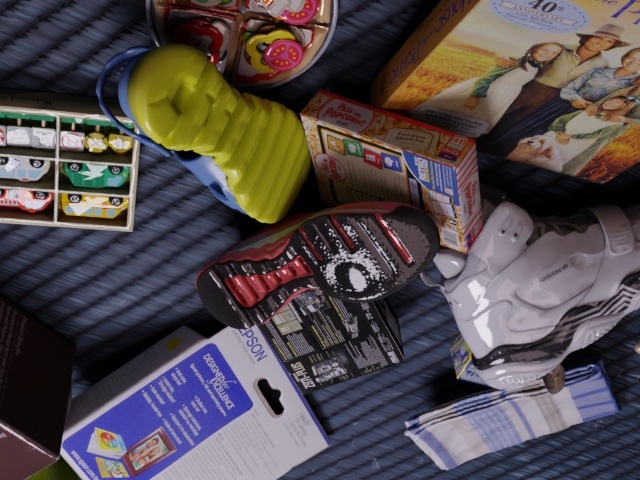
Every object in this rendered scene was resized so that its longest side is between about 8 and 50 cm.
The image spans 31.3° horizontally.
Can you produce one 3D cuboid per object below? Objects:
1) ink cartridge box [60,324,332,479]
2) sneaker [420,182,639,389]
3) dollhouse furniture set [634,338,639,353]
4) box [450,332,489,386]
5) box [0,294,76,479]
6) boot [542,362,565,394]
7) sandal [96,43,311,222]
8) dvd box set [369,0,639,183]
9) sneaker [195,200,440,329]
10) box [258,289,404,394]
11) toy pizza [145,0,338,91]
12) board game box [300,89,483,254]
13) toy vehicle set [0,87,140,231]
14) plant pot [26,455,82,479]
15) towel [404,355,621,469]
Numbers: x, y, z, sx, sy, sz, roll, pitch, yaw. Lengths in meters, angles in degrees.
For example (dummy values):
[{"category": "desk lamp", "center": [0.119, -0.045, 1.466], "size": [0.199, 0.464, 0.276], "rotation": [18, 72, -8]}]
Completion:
[{"category": "ink cartridge box", "center": [-0.174, 0.262, 1.569], "size": [0.307, 0.072, 0.303], "rotation": [-34, 129, -10]}, {"category": "sneaker", "center": [0.293, -0.003, 1.349], "size": [0.366, 0.137, 0.210], "rotation": [-37, 108, 2]}, {"category": "dollhouse furniture set", "center": [0.603, 0.139, 1.545], "size": [0.302, 0.151, 0.197], "rotation": [36, 127, 4]}, {"category": "box", "center": [0.234, 0.113, 1.504], "size": [0.054, 0.059, 0.169], "rotation": [14, 128, -18]}, {"category": "box", "center": [-0.483, 0.128, 1.369], "size": [0.143, 0.191, 0.381], "rotation": [-34, 125, 23]}, {"category": "boot", "center": [0.298, 0.130, 1.488], "size": [0.037, 0.114, 0.106], "rotation": [-4, 129, 1]}, {"category": "sandal", "center": [-0.124, -0.122, 1.231], "size": [0.317, 0.138, 0.126], "rotation": [42, 73, -51]}, {"category": "dvd box set", "center": [0.265, -0.186, 1.119], "size": [0.308, 0.062, 0.420], "rotation": [13, 158, -17]}, {"category": "sneaker", "center": [-0.001, 0.000, 1.308], "size": [0.314, 0.136, 0.116], "rotation": [-15, 116, 32]}, {"category": "box", "center": [0.007, 0.096, 1.456], "size": [0.147, 0.077, 0.180], "rotation": [-20, 129, 12]}, {"category": "toy pizza", "center": [-0.081, -0.235, 1.193], "size": [0.201, 0.032, 0.201], "rotation": [-2, 131, -3]}, {"category": "board game box", "center": [0.079, -0.075, 1.254], "size": [0.194, 0.045, 0.146], "rotation": [22, 148, 26]}, {"category": "toy vehicle set", "center": [-0.339, -0.093, 1.290], "size": [0.267, 0.035, 0.166], "rotation": [4, 130, -9]}, {"category": "plant pot", "center": [-0.395, 0.470, 1.656], "size": [0.227, 0.228, 0.207], "rotation": [-30, 132, 19]}, {"category": "towel", "center": [0.274, 0.251, 1.607], "size": [0.285, 0.034, 0.209], "rotation": [-20, 148, 11]}]
